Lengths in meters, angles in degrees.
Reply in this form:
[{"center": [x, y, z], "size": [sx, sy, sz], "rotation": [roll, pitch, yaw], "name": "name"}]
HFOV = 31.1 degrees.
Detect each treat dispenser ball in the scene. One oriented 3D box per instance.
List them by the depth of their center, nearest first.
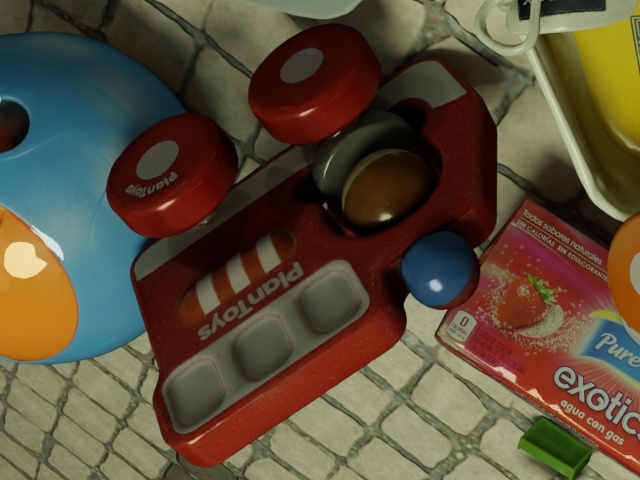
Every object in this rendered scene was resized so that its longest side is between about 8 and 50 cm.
[{"center": [-0.237, -0.037, 1.000], "size": [0.288, 0.288, 0.288], "rotation": [21, 137, 21], "name": "treat dispenser ball"}]

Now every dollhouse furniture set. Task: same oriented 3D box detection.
[{"center": [0.210, 0.243, 1.093], "size": [0.059, 0.076, 0.151], "rotation": [31, 140, 30], "name": "dollhouse furniture set"}]

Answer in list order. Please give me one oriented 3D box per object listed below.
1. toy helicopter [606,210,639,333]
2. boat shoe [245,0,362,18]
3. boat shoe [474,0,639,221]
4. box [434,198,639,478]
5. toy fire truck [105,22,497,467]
[{"center": [0.298, 0.144, 0.692], "size": [0.235, 0.140, 0.354], "rotation": [19, 112, 57], "name": "toy helicopter"}, {"center": [-0.088, -0.252, 0.830], "size": [0.306, 0.105, 0.113], "rotation": [16, 131, 17], "name": "boat shoe"}, {"center": [0.151, -0.164, 0.684], "size": [0.136, 0.156, 0.367], "rotation": [3, 129, 36], "name": "boat shoe"}, {"center": [0.221, 0.093, 0.864], "size": [0.257, 0.122, 0.128], "rotation": [34, 177, 7], "name": "box"}, {"center": [0.000, 0.000, 0.825], "size": [0.169, 0.302, 0.254], "rotation": [54, -175, -40], "name": "toy fire truck"}]
